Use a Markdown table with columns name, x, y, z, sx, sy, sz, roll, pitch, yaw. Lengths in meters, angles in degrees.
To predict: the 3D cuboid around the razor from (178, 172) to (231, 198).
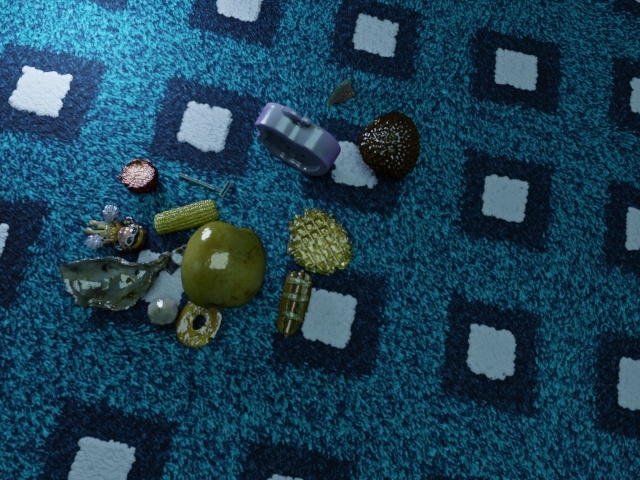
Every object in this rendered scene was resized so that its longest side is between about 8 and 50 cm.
| name | x | y | z | sx | sy | sz | roll | pitch | yaw |
| --- | --- | --- | --- | --- | --- | --- | --- | --- | --- |
| razor | -0.474 | -0.231 | 1.685 | 0.212 | 0.035 | 0.084 | 18 | 51 | 4 |

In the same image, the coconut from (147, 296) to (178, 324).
| name | x | y | z | sx | sy | sz | roll | pitch | yaw |
| --- | --- | --- | --- | --- | --- | --- | --- | --- | --- |
| coconut | -0.566 | 0.257 | 1.506 | 0.110 | 0.124 | 0.110 | 2 | 74 | -7 |

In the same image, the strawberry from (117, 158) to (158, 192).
| name | x | y | z | sx | sy | sz | roll | pitch | yaw |
| --- | --- | --- | --- | --- | --- | --- | --- | --- | --- |
| strawberry | -0.703 | -0.247 | 1.632 | 0.145 | 0.086 | 0.145 | 2 | 76 | -8 |

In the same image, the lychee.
| name | x | y | z | sx | sy | sz | roll | pitch | yaw |
| --- | --- | --- | --- | --- | --- | --- | --- | --- | --- |
| lychee | 0.288 | -0.379 | 1.701 | 0.268 | 0.267 | 0.267 | 1 | 77 | -6 |

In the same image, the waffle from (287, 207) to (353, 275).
| name | x | y | z | sx | sy | sz | roll | pitch | yaw |
| --- | --- | --- | --- | --- | --- | --- | --- | --- | --- |
| waffle | 0.000 | -0.001 | 1.665 | 0.281 | 0.060 | 0.262 | 14 | 76 | -3 |

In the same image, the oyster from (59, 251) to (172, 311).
| name | x | y | z | sx | sy | sz | roll | pitch | yaw |
| --- | --- | --- | --- | --- | --- | --- | --- | --- | --- |
| oyster | -0.742 | 0.155 | 1.535 | 0.397 | 0.111 | 0.204 | -5 | 93 | -6 |

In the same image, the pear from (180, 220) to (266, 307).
| name | x | y | z | sx | sy | sz | roll | pitch | yaw |
| --- | --- | --- | --- | --- | --- | --- | --- | --- | --- |
| pear | -0.341 | 0.090 | 1.487 | 0.315 | 0.314 | 0.313 | 1 | 77 | -6 |

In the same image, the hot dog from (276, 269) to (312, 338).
| name | x | y | z | sx | sy | sz | roll | pitch | yaw |
| --- | --- | --- | --- | --- | --- | --- | --- | --- | --- |
| hot dog | -0.100 | 0.240 | 1.592 | 0.110 | 0.072 | 0.269 | 14 | 74 | -1 |

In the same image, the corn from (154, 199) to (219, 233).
| name | x | y | z | sx | sy | sz | roll | pitch | yaw |
| --- | --- | --- | --- | --- | --- | --- | --- | --- | --- |
| corn | -0.515 | -0.089 | 1.613 | 0.244 | 0.093 | 0.093 | -18 | 79 | -9 |

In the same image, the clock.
| name | x | y | z | sx | sy | sz | roll | pitch | yaw |
| --- | --- | --- | --- | --- | --- | --- | --- | --- | --- |
| clock | -0.089 | -0.379 | 1.613 | 0.339 | 0.338 | 0.102 | 30 | 80 | 1 |

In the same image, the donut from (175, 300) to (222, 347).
| name | x | y | z | sx | sy | sz | roll | pitch | yaw |
| --- | --- | --- | --- | --- | --- | --- | --- | --- | --- |
| donut | -0.443 | 0.306 | 1.542 | 0.162 | 0.065 | 0.178 | 32 | 76 | 7 |

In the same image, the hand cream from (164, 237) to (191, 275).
| name | x | y | z | sx | sy | sz | roll | pitch | yaw |
| --- | --- | --- | --- | --- | --- | --- | --- | --- | --- |
| hand cream | -0.538 | 0.055 | 1.605 | 0.062 | 0.039 | 0.163 | 44 | 78 | -12 |

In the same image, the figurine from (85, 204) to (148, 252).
| name | x | y | z | sx | sy | sz | roll | pitch | yaw |
| --- | --- | --- | --- | --- | --- | --- | --- | --- | --- |
| figurine | -0.764 | -0.029 | 1.559 | 0.240 | 0.115 | 0.174 | 16 | 73 | 4 |

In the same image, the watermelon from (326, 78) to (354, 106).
| name | x | y | z | sx | sy | sz | roll | pitch | yaw |
| --- | --- | --- | --- | --- | --- | --- | --- | --- | --- |
| watermelon | 0.087 | -0.648 | 1.825 | 0.155 | 0.101 | 0.080 | -28 | 93 | -2 |
